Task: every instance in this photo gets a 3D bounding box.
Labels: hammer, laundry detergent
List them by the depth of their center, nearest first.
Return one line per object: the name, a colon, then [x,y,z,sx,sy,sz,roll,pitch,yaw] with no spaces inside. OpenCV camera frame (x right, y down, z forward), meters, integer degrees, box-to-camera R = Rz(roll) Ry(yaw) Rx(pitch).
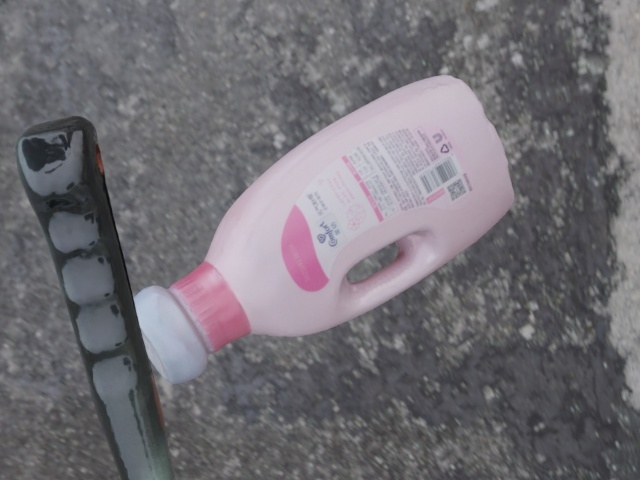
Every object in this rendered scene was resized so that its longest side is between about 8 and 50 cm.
hammer: [-0.067,0.094,0.499,0.033,0.111,0.287,-12,104,4]
laundry detergent: [0.000,0.000,1.037,0.335,0.159,0.088,-33,21,-15]
